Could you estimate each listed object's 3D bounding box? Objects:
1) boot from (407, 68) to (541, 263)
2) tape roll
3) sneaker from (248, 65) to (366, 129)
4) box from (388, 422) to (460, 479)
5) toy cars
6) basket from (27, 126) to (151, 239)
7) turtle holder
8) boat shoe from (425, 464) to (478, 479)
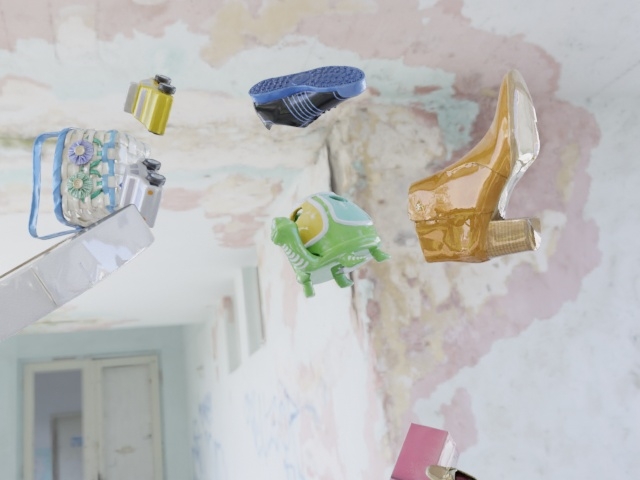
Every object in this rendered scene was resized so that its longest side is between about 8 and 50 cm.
[{"bbox_3d":[0.234,-0.110,1.108,0.211,0.295,0.104,-4,-2,39],"label":"boot"},{"bbox_3d":[-0.439,0.067,1.064,0.392,0.072,0.392,-28,11,6],"label":"tape roll"},{"bbox_3d":[-0.017,-0.257,1.274,0.232,0.081,0.090,-1,-47,26],"label":"sneaker"},{"bbox_3d":[0.298,0.672,2.004,0.126,0.232,0.149,4,-38,33],"label":"box"},{"bbox_3d":[-0.355,-0.192,1.375,0.087,0.394,0.176,12,-30,-23],"label":"toy cars"},{"bbox_3d":[-0.541,-0.140,1.580,0.288,0.255,0.201,-8,-11,24],"label":"basket"},{"bbox_3d":[-0.002,0.006,1.787,0.320,0.228,0.243,-18,-16,-28],"label":"turtle holder"},{"bbox_3d":[0.334,0.592,1.748,0.135,0.050,0.045,14,-44,13],"label":"boat shoe"}]
